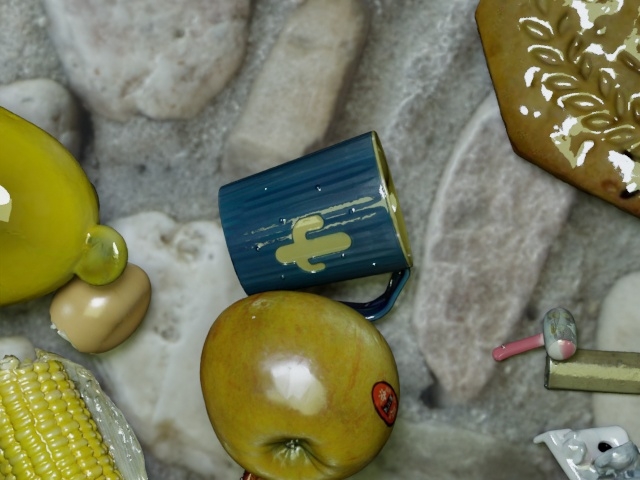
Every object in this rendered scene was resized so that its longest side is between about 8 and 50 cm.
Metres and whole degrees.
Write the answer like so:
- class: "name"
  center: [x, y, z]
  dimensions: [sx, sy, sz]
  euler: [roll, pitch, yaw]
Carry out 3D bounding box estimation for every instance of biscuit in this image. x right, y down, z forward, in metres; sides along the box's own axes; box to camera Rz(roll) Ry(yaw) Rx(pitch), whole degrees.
- class: "biscuit"
  center: [0.319, -0.197, 1.492]
  dimensions: [0.359, 0.046, 0.359]
  euler: [-1, 83, 11]

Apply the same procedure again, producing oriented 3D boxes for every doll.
- class: "doll"
  center: [-0.416, -0.038, 1.494]
  dimensions: [0.348, 0.161, 0.423]
  euler: [-42, 86, 13]

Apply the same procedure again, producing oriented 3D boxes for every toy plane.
- class: "toy plane"
  center: [0.257, 0.274, 1.453]
  dimensions: [0.245, 0.117, 0.244]
  euler: [14, 48, -16]

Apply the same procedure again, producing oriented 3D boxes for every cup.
- class: "cup"
  center: [0.000, 0.000, 1.496]
  dimensions: [0.155, 0.131, 0.176]
  euler: [-14, 113, 6]

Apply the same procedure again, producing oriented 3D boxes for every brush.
- class: "brush"
  center: [0.334, 0.124, 1.514]
  dimensions: [0.248, 0.036, 0.043]
  euler: [3, 78, 3]

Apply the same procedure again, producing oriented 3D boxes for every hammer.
- class: "hammer"
  center: [0.200, 0.096, 1.520]
  dimensions: [0.083, 0.052, 0.031]
  euler: [-20, 127, 19]

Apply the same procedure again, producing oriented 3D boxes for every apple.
- class: "apple"
  center: [-0.019, 0.135, 1.454]
  dimensions: [0.182, 0.182, 0.155]
  euler: [4, 54, 2]

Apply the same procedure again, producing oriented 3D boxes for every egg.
- class: "egg"
  center: [-0.202, 0.060, 1.511]
  dimensions: [0.096, 0.080, 0.080]
  euler: [-36, 87, 7]

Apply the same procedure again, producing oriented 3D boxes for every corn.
- class: "corn"
  center: [-0.229, 0.239, 1.497]
  dimensions: [0.123, 0.122, 0.305]
  euler: [-31, 83, 44]

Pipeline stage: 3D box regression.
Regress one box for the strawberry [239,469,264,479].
- class: "strawberry"
  center: [-0.045, 0.281, 1.517]
  dimensions: [0.104, 0.048, 0.152]
  euler: [3, 74, 9]
